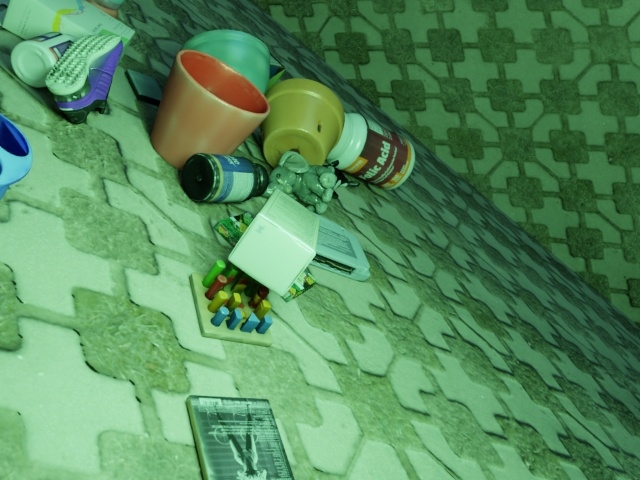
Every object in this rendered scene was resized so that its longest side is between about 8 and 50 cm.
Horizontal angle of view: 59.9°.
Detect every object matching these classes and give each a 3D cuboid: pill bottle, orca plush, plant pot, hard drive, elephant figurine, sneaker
[{"bbox_3d":[0.158,-0.355,2.144,0.392,0.224,0.224,17,34,-36],"label":"pill bottle"},{"bbox_3d":[0.051,-0.227,1.940,0.287,0.102,0.151,7,41,-48],"label":"orca plush"},{"bbox_3d":[-0.307,-0.321,1.471,0.275,0.243,0.275,30,27,-17],"label":"plant pot"},{"bbox_3d":[-0.297,-0.488,1.756,0.293,0.293,0.196,12,64,-43],"label":"plant pot"},{"bbox_3d":[-0.518,-0.452,1.656,0.094,0.022,0.135,9,39,-46],"label":"hard drive"},{"bbox_3d":[-0.238,-0.159,1.441,0.123,0.123,0.219,50,28,21],"label":"pill bottle"},{"bbox_3d":[-0.081,-0.182,1.666,0.239,0.169,0.186,18,1,-8],"label":"elephant figurine"},{"bbox_3d":[-0.071,-0.346,1.809,0.291,0.291,0.203,28,45,-22],"label":"plant pot"},{"bbox_3d":[-0.565,-0.393,1.368,0.102,0.146,0.293,6,47,9],"label":"sneaker"},{"bbox_3d":[-0.664,-0.455,1.377,0.108,0.108,0.193,33,27,-13],"label":"pill bottle"}]

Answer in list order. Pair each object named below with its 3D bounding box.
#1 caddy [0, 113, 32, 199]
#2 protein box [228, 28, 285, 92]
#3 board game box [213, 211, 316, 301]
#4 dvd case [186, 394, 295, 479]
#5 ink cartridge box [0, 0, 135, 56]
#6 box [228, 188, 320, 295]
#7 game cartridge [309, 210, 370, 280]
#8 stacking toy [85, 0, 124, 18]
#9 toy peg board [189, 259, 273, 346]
[{"bbox_3d":[-0.641,-0.168,0.875,0.341,0.179,0.241,32,28,-15],"label":"caddy"},{"bbox_3d":[-0.278,-0.613,2.017,0.201,0.200,0.136,46,27,15],"label":"protein box"},{"bbox_3d":[-0.134,0.035,1.375,0.259,0.030,0.136,44,29,10],"label":"board game box"},{"bbox_3d":[-0.122,0.352,0.901,0.164,0.018,0.221,17,33,-40],"label":"dvd case"},{"bbox_3d":[-0.718,-0.605,1.531,0.353,0.119,0.207,28,29,-22],"label":"ink cartridge box"},{"bbox_3d":[-0.093,-0.008,1.252,0.148,0.121,0.311,36,13,-6],"label":"box"},{"bbox_3d":[0.000,0.000,1.574,0.294,0.060,0.196,22,34,-32],"label":"game cartridge"},{"bbox_3d":[-0.813,-0.903,1.870,0.309,0.130,0.279,50,28,22],"label":"stacking toy"},{"bbox_3d":[-0.168,0.121,1.138,0.161,0.079,0.161,17,33,-36],"label":"toy peg board"}]
